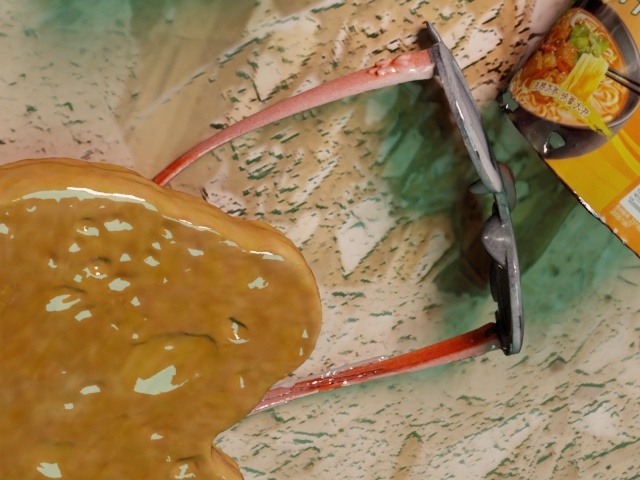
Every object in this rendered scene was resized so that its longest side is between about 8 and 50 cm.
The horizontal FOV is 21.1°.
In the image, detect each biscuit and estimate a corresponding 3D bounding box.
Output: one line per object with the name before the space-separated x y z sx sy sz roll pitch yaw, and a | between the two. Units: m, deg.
biscuit | -0.177 0.091 1.040 0.351 0.057 0.312 -4 119 -14

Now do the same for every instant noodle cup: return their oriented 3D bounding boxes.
instant noodle cup | 0.236 -0.091 1.105 0.182 0.230 0.230 -45 127 11

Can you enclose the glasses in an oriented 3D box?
glasses | 0.000 0.000 1.127 0.268 0.118 0.234 -15 124 2
